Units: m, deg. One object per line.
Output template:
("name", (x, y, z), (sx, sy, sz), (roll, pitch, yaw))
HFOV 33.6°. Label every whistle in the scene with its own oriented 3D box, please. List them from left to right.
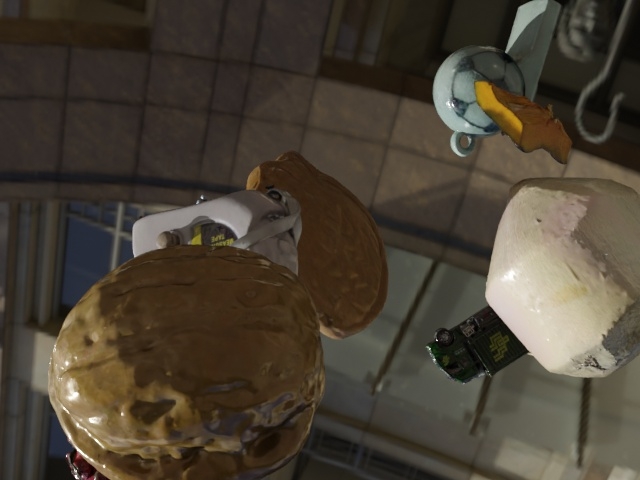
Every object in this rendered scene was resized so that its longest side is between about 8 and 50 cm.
("whistle", (0.269, -0.273, 1.715), (0.163, 0.290, 0.163), (18, 176, 1))

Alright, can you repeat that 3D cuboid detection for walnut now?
("walnut", (-0.122, 0.118, 0.972), (0.257, 0.224, 0.257), (-1, -115, 3))

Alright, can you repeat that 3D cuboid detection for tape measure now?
("tape measure", (-0.123, 0.040, 1.309), (0.120, 0.236, 0.197), (30, -128, -53))

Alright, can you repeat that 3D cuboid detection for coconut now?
("coconut", (0.295, 0.031, 1.209), (0.234, 0.224, 0.224), (44, -138, 18))

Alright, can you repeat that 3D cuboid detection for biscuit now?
("biscuit", (0.002, -0.001, 2.047), (0.365, 0.062, 0.385), (40, -145, -23))

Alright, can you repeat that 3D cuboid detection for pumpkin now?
("pumpkin", (0.175, -0.107, 0.907), (0.073, 0.035, 0.101), (11, -148, -35))

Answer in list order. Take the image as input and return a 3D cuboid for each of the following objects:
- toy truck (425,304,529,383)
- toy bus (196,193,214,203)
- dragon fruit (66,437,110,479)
("toy truck", (0.321, 0.162, 1.903), (0.121, 0.259, 0.088), (58, -178, 7))
("toy bus", (-0.183, 0.058, 2.105), (0.294, 0.232, 0.197), (25, -179, -28))
("dragon fruit", (-0.293, 0.382, 1.782), (0.198, 0.273, 0.218), (-42, -163, -12))
